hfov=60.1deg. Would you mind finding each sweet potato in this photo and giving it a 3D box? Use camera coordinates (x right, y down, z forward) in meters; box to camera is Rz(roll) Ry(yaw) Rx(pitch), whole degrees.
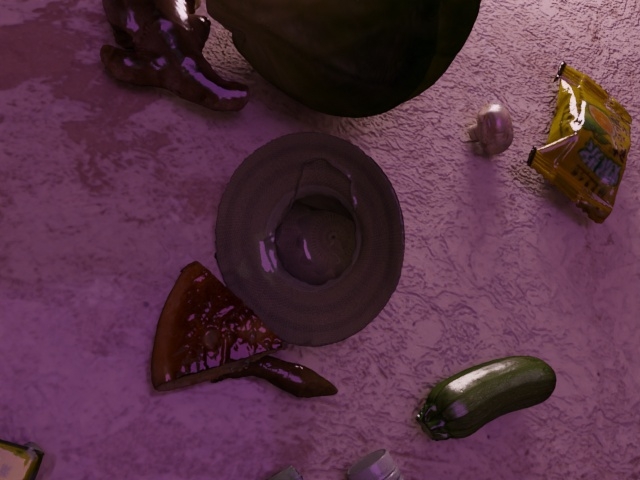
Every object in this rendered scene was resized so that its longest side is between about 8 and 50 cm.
[{"bbox_3d":[-0.049,0.159,0.650,0.153,0.038,0.041,13,76,-14],"label":"sweet potato"}]

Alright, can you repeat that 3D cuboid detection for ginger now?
[{"bbox_3d":[-0.227,-0.304,0.747,0.166,0.080,0.333,-20,85,-14],"label":"ginger"}]

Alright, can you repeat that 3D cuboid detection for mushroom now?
[{"bbox_3d":[0.280,-0.181,0.906,0.083,0.067,0.083,25,60,-53],"label":"mushroom"}]

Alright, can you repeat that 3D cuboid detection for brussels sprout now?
[{"bbox_3d":[0.032,-0.320,0.736,0.355,0.289,0.281,8,53,-13],"label":"brussels sprout"}]

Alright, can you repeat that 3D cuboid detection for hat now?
[{"bbox_3d":[0.000,0.000,0.683,0.110,0.252,0.252,-2,64,-64],"label":"hat"}]

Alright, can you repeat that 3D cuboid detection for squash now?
[{"bbox_3d":[0.219,0.201,0.724,0.219,0.068,0.077,-15,81,-26],"label":"squash"}]

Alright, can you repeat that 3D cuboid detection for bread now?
[{"bbox_3d":[-0.133,0.115,0.619,0.154,0.054,0.136,36,61,15],"label":"bread"}]

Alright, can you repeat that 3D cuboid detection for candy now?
[{"bbox_3d":[0.464,-0.182,0.971,0.187,0.081,0.297,34,61,-8],"label":"candy"}]

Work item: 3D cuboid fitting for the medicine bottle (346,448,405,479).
[{"bbox_3d":[0.075,0.294,0.633,0.058,0.058,0.091,-25,80,-28],"label":"medicine bottle"}]

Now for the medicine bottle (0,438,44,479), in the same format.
[{"bbox_3d":[-0.336,0.269,0.432,0.137,0.141,0.250,24,62,-15],"label":"medicine bottle"}]

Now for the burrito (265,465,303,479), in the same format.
[{"bbox_3d":[-0.057,0.298,0.589,0.118,0.044,0.074,-20,82,-31],"label":"burrito"}]
